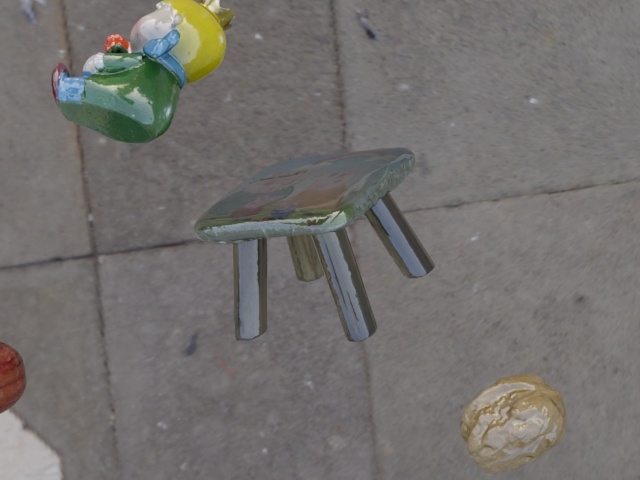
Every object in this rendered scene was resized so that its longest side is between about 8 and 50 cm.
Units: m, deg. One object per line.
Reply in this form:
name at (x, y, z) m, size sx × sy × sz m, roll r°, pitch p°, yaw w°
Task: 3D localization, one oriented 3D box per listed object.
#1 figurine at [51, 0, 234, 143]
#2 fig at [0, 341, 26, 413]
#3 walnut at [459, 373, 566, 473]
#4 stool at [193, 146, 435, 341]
figurine at (-0.229, -0.241, 1.338) m, size 0.185 × 0.127 × 0.234 m, roll 13°, pitch 67°, yaw 24°
fig at (-0.539, 0.230, 1.613) m, size 0.128 × 0.150 × 0.128 m, roll 25°, pitch 144°, yaw 20°
walnut at (0.167, 0.157, 0.885) m, size 0.096 × 0.079 × 0.082 m, roll -35°, pitch 110°, yaw 16°
stool at (0.000, 0.000, 1.675) m, size 0.310 × 0.310 × 0.226 m, roll -2°, pitch 114°, yaw 33°
